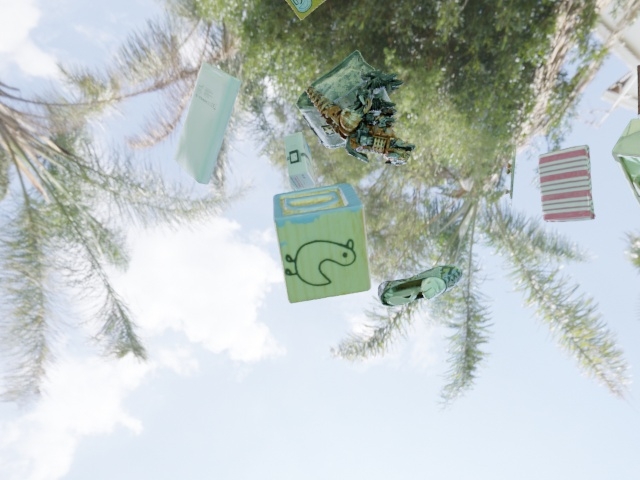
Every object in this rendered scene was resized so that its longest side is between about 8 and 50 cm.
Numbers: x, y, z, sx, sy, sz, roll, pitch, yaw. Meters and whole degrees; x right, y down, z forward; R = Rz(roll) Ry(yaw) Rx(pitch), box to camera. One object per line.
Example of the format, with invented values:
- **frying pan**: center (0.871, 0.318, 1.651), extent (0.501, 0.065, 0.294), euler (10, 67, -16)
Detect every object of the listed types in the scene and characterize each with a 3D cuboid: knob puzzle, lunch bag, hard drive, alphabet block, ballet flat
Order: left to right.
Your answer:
- **hard drive**: center (-0.385, -0.394, 1.560), extent (0.233, 0.047, 0.353), euler (39, -66, 42)
- **alphabet block**: center (0.000, 0.000, 1.043), extent (0.192, 0.197, 0.193), euler (-9, -158, 0)
- **lunch bag**: center (0.083, -0.461, 1.616), extent (0.287, 0.235, 0.169), euler (-34, -126, 9)
- **ballet flat**: center (0.126, 0.064, 0.598), extent (0.114, 0.041, 0.041), euler (-18, -121, 24)
- **knob puzzle**: center (0.620, -0.225, 1.526), extent (0.030, 0.213, 0.213), euler (5, -118, 22)

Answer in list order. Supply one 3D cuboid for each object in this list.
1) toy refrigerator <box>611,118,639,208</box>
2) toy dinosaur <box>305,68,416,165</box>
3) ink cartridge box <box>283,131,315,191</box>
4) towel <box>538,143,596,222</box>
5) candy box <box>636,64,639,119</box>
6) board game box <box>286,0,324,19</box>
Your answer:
- **toy refrigerator**: center (0.706, -0.127, 0.958), extent (0.094, 0.269, 0.102), euler (-57, -145, -4)
- **toy dinosaur**: center (0.111, -0.328, 1.229), extent (0.322, 0.164, 0.218), euler (37, -103, -11)
- **ink cartridge box**: center (-0.062, -0.228, 1.445), extent (0.060, 0.104, 0.180), euler (-13, -111, 11)
- **towel**: center (0.658, -0.148, 1.252), extent (0.029, 0.144, 0.197), euler (-6, -88, -28)
- **candy box**: center (0.720, -0.299, 1.010), extent (0.053, 0.187, 0.109), euler (0, -95, 38)
- **board game box**: center (-0.042, -0.611, 0.837), extent (0.242, 0.316, 0.064), euler (-32, -145, 22)
